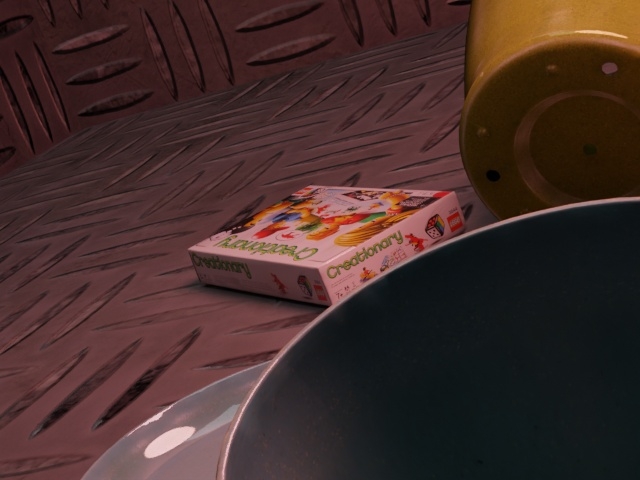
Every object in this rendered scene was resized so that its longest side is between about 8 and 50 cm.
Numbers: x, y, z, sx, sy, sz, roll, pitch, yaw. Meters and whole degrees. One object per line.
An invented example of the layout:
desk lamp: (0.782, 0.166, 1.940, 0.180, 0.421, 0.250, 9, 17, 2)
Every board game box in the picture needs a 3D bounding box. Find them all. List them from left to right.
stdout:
board game box: (0.000, 0.000, 1.552, 0.193, 0.053, 0.305, -29, 18, -28)

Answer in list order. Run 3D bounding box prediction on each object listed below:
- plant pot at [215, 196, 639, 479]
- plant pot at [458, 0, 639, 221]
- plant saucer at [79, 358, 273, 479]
plant pot: (0.123, 0.138, 0.624, 0.290, 0.195, 0.290, -19, 27, 10)
plant pot: (0.291, -0.171, 1.309, 0.366, 0.366, 0.353, -12, 30, 29)
plant saucer: (-0.042, 0.170, 1.051, 0.317, 0.044, 0.317, -18, 16, 5)
